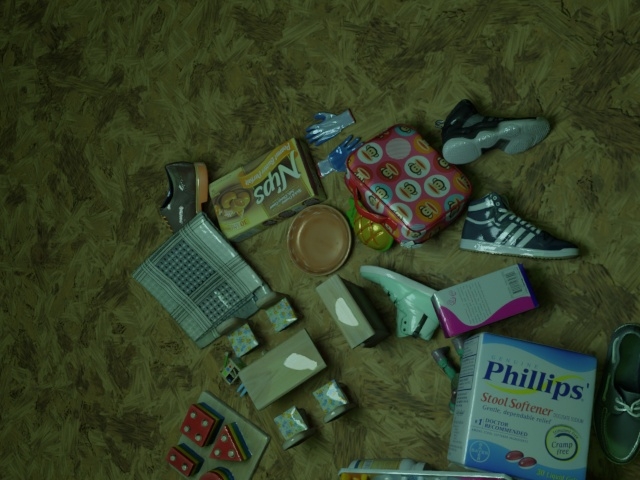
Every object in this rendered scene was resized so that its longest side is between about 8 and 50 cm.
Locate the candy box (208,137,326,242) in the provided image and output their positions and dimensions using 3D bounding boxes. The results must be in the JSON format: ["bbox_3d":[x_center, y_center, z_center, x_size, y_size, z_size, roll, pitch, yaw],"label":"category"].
[{"bbox_3d":[-0.159,-0.139,1.866,0.316,0.087,0.183,-25,75,21],"label":"candy box"}]

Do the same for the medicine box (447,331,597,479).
[{"bbox_3d":[0.444,0.377,1.437,0.263,0.149,0.290,12,76,1],"label":"medicine box"}]

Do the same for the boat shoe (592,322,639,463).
[{"bbox_3d":[0.675,0.343,1.440,0.116,0.099,0.320,8,89,24],"label":"boat shoe"}]

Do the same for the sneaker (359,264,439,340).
[{"bbox_3d":[0.193,0.165,1.673,0.255,0.094,0.151,24,89,22],"label":"sneaker"}]

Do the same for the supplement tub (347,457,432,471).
[{"bbox_3d":[0.175,0.621,1.620,0.199,0.144,0.145,-10,82,24],"label":"supplement tub"}]

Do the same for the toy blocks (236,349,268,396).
[{"bbox_3d":[-0.164,0.407,1.841,0.123,0.054,0.148,42,103,22],"label":"toy blocks"}]

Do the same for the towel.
[{"bbox_3d":[-0.344,0.128,1.875,0.312,0.056,0.324,-38,100,17],"label":"towel"}]

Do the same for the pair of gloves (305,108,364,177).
[{"bbox_3d":[0.039,-0.280,1.825,0.159,0.023,0.198,-24,77,21],"label":"pair of gloves"}]

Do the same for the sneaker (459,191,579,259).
[{"bbox_3d":[0.480,-0.036,1.562,0.282,0.099,0.153,6,90,28],"label":"sneaker"}]

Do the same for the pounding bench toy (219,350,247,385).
[{"bbox_3d":[-0.263,0.373,1.890,0.083,0.052,0.065,44,104,21],"label":"pounding bench toy"}]

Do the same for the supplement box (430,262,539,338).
[{"bbox_3d":[0.386,0.147,1.547,0.219,0.114,0.111,-18,78,0],"label":"supplement box"}]

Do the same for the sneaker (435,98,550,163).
[{"bbox_3d":[0.419,-0.289,1.606,0.268,0.101,0.153,-14,53,1],"label":"sneaker"}]

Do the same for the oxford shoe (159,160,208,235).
[{"bbox_3d":[-0.414,-0.053,1.919,0.130,0.132,0.364,11,100,64],"label":"oxford shoe"}]

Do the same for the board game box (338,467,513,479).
[{"bbox_3d":[0.274,0.658,1.479,0.389,0.050,0.390,-7,126,25],"label":"board game box"}]

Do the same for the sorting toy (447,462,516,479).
[{"bbox_3d":[0.440,0.536,1.546,0.193,0.038,0.208,40,107,4],"label":"sorting toy"}]

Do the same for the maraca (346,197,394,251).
[{"bbox_3d":[0.131,-0.047,1.723,0.185,0.099,0.127,41,131,38],"label":"maraca"}]

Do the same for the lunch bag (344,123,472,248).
[{"bbox_3d":[0.202,-0.132,1.627,0.258,0.120,0.293,-34,69,-18],"label":"lunch bag"}]

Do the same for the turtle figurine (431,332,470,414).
[{"bbox_3d":[0.367,0.355,1.577,0.175,0.118,0.234,-32,68,19],"label":"turtle figurine"}]

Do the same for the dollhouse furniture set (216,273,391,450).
[{"bbox_3d":[-0.040,0.280,1.651,0.394,0.256,0.362,-35,72,7],"label":"dollhouse furniture set"}]

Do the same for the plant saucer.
[{"bbox_3d":[0.000,0.000,1.808,0.199,0.037,0.200,-2,85,25],"label":"plant saucer"}]

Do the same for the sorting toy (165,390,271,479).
[{"bbox_3d":[-0.312,0.616,1.872,0.255,0.089,0.257,29,97,24],"label":"sorting toy"}]
